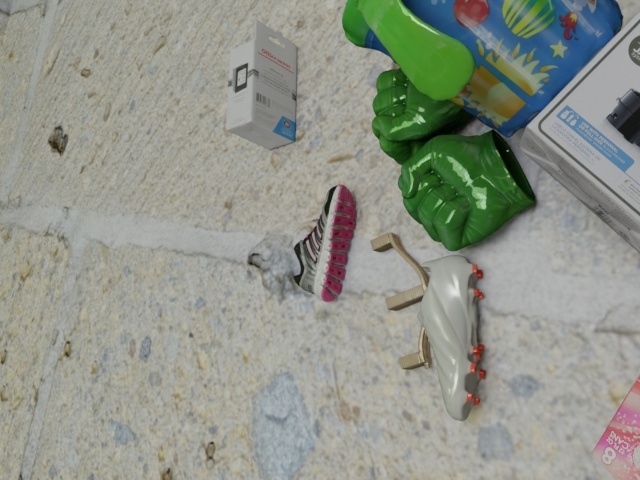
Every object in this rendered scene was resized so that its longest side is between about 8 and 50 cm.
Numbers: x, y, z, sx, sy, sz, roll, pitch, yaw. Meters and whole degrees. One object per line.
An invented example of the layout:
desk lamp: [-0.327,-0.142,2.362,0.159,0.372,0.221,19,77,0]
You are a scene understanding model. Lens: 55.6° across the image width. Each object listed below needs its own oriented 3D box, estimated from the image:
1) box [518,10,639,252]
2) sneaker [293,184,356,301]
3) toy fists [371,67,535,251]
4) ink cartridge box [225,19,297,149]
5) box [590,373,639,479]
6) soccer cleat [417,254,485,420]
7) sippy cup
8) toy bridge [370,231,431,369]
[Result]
box: [0.333,-0.141,0.511,0.290,0.087,0.169,-45,78,7]
sneaker: [0.000,0.000,0.882,0.075,0.063,0.170,10,90,35]
toy fists: [0.148,-0.120,0.771,0.142,0.096,0.279,-35,60,29]
ink cartridge box: [-0.095,-0.254,1.000,0.060,0.104,0.180,-11,71,39]
box: [0.373,0.194,0.415,0.300,0.142,0.154,44,114,55]
soccer cleat: [0.153,0.113,0.723,0.076,0.068,0.196,-5,68,26]
sippy cup: [0.180,-0.241,0.645,0.224,0.240,0.305,44,81,2]
toy bridge: [0.116,0.075,0.791,0.063,0.026,0.188,-27,63,31]
